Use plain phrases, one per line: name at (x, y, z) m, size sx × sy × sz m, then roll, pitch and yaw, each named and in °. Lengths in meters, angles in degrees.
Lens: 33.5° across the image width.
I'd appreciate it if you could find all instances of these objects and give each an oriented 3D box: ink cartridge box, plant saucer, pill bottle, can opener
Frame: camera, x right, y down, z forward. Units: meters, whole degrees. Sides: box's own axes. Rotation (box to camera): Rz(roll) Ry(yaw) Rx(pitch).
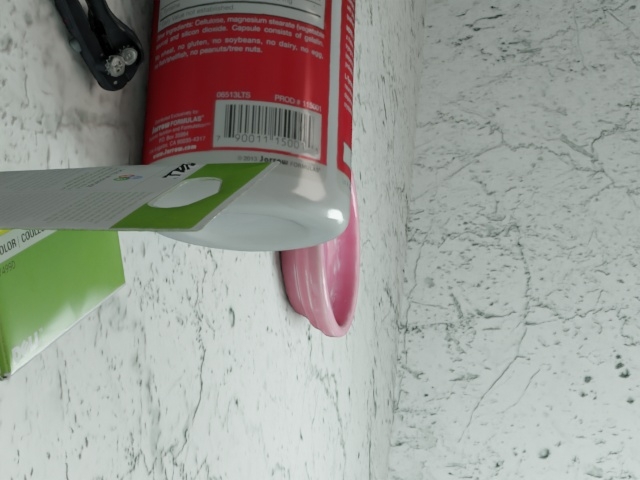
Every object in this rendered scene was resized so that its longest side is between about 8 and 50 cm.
ink cartridge box at (-0.167, 0.014, 0.690) m, size 0.189 × 0.255 × 0.097 m, roll -51°, pitch 138°, yaw -70°
plant saucer at (0.000, 0.000, 1.830) m, size 0.332 × 0.084 × 0.332 m, roll 0°, pitch 90°, yaw -77°
pill bottle at (-0.075, -0.207, 1.187) m, size 0.229 × 0.229 × 0.407 m, roll 48°, pitch 42°, yaw -71°
can opener at (-0.218, -0.213, 0.981) m, size 0.059 × 0.073 × 0.186 m, roll -44°, pitch 144°, yaw -16°
